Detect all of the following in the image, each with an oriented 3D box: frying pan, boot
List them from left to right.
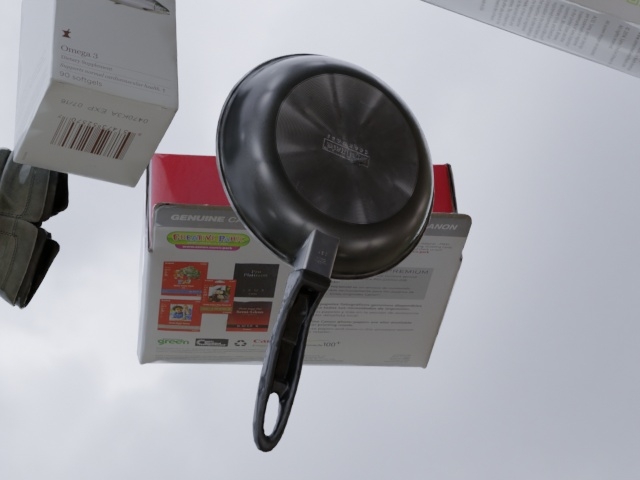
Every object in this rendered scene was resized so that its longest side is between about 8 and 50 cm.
[{"bbox_3d":[-0.307,0.024,1.246,0.083,0.161,0.246,84,-153,-86],"label":"boot"},{"bbox_3d":[-0.021,-0.021,1.197,0.326,0.197,0.053,-54,10,-33],"label":"frying pan"}]

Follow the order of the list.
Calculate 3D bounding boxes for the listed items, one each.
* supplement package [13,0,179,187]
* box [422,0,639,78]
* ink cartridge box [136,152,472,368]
[{"bbox_3d":[-0.179,-0.150,1.233,0.105,0.179,0.105,11,-39,-22],"label":"supplement package"},{"bbox_3d":[0.113,-0.260,0.769,0.058,0.232,0.322,98,-167,-74],"label":"box"},{"bbox_3d":[-0.023,0.005,1.547,0.309,0.130,0.272,2,-37,-9],"label":"ink cartridge box"}]
